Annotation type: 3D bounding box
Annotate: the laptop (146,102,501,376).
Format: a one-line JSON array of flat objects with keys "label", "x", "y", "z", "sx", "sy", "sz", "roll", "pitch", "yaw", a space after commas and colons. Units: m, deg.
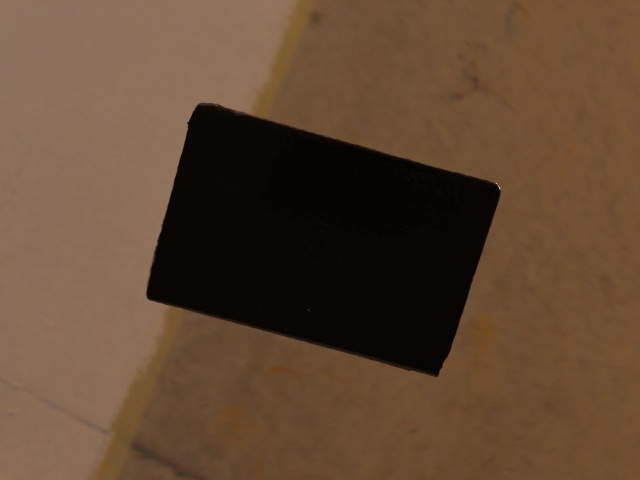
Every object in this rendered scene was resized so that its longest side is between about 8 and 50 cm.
[{"label": "laptop", "x": 0.000, "y": 0.000, "z": 0.934, "sx": 0.197, "sy": 0.016, "sz": 0.135, "roll": 16, "pitch": -73, "yaw": -5}]
